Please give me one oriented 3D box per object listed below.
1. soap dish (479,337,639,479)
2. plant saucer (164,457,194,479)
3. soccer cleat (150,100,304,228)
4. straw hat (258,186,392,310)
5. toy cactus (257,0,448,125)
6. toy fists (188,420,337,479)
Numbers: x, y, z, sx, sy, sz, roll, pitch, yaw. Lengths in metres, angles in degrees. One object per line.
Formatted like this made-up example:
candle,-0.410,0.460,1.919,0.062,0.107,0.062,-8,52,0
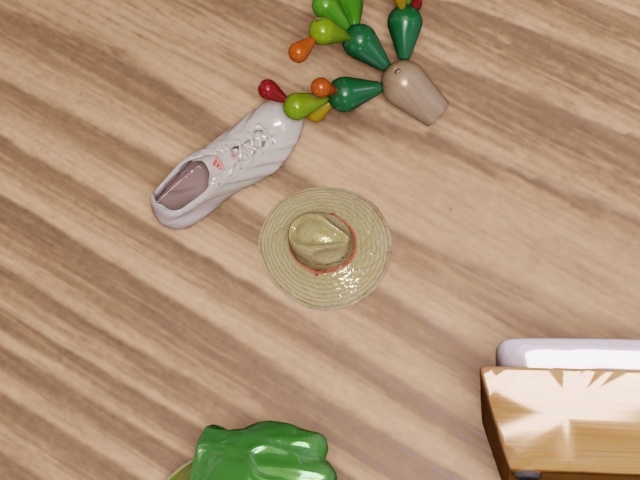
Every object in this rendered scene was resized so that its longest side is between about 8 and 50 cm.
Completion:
soap dish,0.288,0.170,1.052,0.290,0.229,0.118,1,70,8
plant saucer,-0.068,0.322,1.164,0.240,0.037,0.241,-2,75,8
soccer cleat,-0.097,-0.083,1.251,0.196,0.076,0.068,-40,74,-4
straw hat,0.000,0.000,1.225,0.144,0.061,0.145,-2,75,7
toy cactus,0.054,-0.188,1.255,0.180,0.112,0.219,42,71,-6
toy fists,-0.058,0.309,1.100,0.142,0.096,0.279,8,78,17
